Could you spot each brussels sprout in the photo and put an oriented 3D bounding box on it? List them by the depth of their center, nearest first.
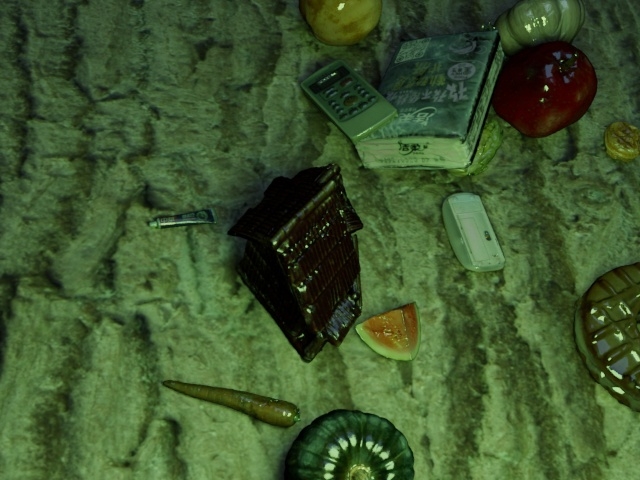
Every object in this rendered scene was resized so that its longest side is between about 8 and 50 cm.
[{"bbox_3d":[0.324,-0.211,1.899,0.139,0.100,0.181,24,68,12],"label":"brussels sprout"}]

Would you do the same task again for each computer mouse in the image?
[{"bbox_3d":[0.319,-0.014,1.791,0.102,0.044,0.199,-7,57,-15],"label":"computer mouse"}]

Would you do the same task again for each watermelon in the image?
[{"bbox_3d":[0.146,0.151,1.619,0.125,0.094,0.135,26,51,18],"label":"watermelon"}]

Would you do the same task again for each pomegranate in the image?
[{"bbox_3d":[0.047,-0.563,2.030,0.207,0.207,0.207,5,55,-7],"label":"pomegranate"}]

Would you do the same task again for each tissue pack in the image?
[{"bbox_3d":[0.244,-0.313,1.887,0.260,0.122,0.361,0,50,29],"label":"tissue pack"}]

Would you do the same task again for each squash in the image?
[{"bbox_3d":[0.049,0.378,1.396,0.218,0.172,0.218,3,56,-5],"label":"squash"}]

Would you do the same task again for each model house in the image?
[{"bbox_3d":[0.000,0.000,1.580,0.297,0.282,0.317,36,58,15],"label":"model house"}]

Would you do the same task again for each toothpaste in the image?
[{"bbox_3d":[-0.276,-0.041,1.722,0.140,0.021,0.037,-9,63,-19],"label":"toothpaste"}]

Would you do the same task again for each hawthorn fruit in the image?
[{"bbox_3d":[0.525,-0.353,1.934,0.230,0.266,0.210,-15,83,-19],"label":"hawthorn fruit"}]

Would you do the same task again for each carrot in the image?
[{"bbox_3d":[-0.157,0.282,1.509,0.255,0.049,0.049,14,55,5],"label":"carrot"}]

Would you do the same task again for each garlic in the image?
[{"bbox_3d":[0.532,-0.514,2.080,0.228,0.228,0.152,-20,90,-22],"label":"garlic"}]

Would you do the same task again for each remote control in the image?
[{"bbox_3d":[0.059,-0.307,1.869,0.123,0.038,0.285,-33,41,-2],"label":"remote control"}]

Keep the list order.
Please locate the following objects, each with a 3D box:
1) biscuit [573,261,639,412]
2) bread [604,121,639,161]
[{"bbox_3d":[0.659,0.192,1.674,0.332,0.103,0.331,5,55,-8],"label":"biscuit"},{"bbox_3d":[0.709,-0.234,2.012,0.083,0.044,0.110,12,53,3],"label":"bread"}]
